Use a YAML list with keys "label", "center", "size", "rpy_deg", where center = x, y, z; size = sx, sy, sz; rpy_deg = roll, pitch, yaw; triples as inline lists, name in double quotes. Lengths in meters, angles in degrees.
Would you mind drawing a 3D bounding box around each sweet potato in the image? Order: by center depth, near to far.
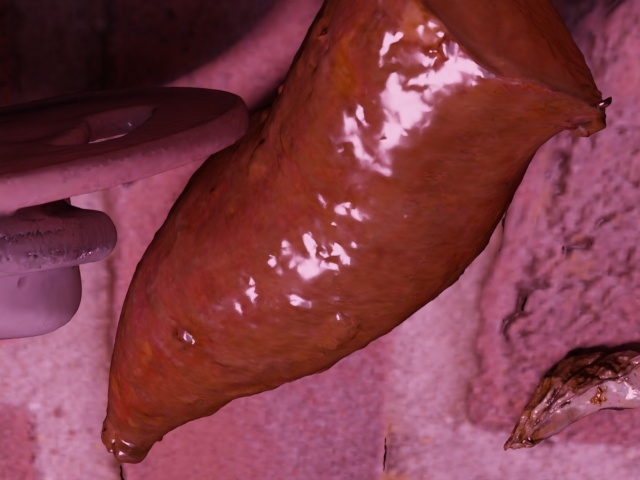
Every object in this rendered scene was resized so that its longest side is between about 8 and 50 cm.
- label: "sweet potato"
  center: [-0.001, -0.002, 0.875]
  size: [0.131, 0.131, 0.336]
  rpy_deg: [26, 127, -17]

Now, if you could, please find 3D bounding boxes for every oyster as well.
- label: "oyster"
  center: [0.135, 0.083, 0.993]
  size: [0.093, 0.034, 0.051]
  rpy_deg: [-21, 142, 7]

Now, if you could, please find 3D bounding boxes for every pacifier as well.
- label: "pacifier"
  center: [-0.197, -0.053, 0.796]
  size: [0.332, 0.273, 0.220]
  rpy_deg: [-6, 156, 8]
